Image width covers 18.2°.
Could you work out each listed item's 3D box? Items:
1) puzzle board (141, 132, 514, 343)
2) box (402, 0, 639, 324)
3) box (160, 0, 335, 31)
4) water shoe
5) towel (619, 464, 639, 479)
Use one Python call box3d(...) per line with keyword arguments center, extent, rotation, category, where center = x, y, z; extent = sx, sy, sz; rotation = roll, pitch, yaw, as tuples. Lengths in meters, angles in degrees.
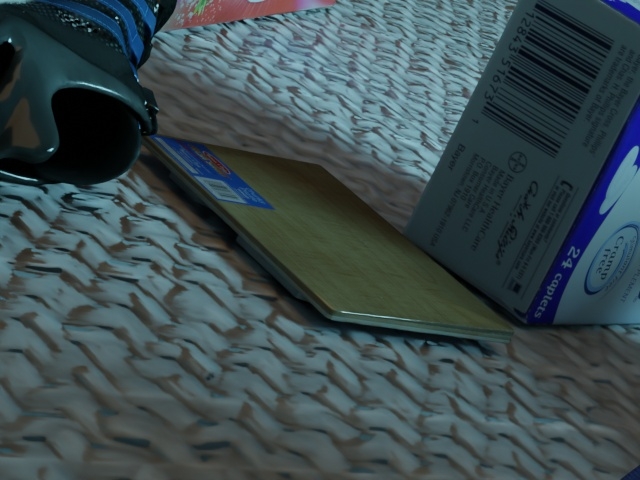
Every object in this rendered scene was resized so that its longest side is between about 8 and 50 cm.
box3d(center=(0.000, 0.000, 0.737), extent=(0.096, 0.011, 0.128), rotation=(9, 24, -44), category="puzzle board")
box3d(center=(0.119, -0.036, 0.824), extent=(0.072, 0.126, 0.137), rotation=(36, 19, 31), category="box")
box3d(center=(-0.068, -0.208, 1.020), extent=(0.154, 0.142, 0.300), rotation=(30, 17, 10), category="box")
box3d(center=(-0.091, -0.052, 0.684), extent=(0.080, 0.073, 0.203), rotation=(51, 23, 3), category="water shoe")
box3d(center=(0.238, 0.107, 0.465), extent=(0.336, 0.243, 0.040), rotation=(45, -12, 47), category="towel")
